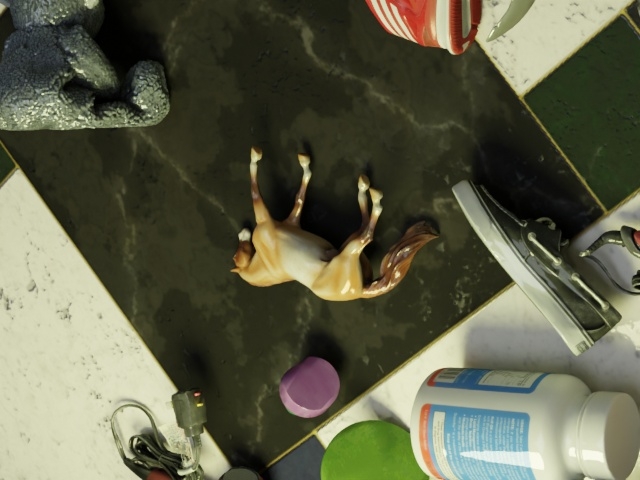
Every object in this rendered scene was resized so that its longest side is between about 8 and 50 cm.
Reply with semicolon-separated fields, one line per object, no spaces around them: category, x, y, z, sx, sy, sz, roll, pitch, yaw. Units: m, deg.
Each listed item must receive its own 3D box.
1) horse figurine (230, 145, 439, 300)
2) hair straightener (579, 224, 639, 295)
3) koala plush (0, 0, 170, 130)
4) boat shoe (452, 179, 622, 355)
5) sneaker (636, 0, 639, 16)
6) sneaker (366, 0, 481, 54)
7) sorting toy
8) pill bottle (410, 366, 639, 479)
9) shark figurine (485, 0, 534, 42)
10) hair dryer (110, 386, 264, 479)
horse figurine;0.000;0.000;1.865;0.263;0.066;0.174;19;112;31
hair straightener;0.364;0.041;1.633;0.230;0.047;0.089;9;113;26
koala plush;-0.302;-0.240;1.919;0.196;0.203;0.221;3;98;34
boat shoe;0.223;0.015;1.717;0.070;0.078;0.219;-39;78;4
sneaker;0.377;-0.185;1.527;0.118;0.107;0.279;-33;91;20
sneaker;0.092;-0.301;1.671;0.128;0.087;0.221;13;113;29
sorting toy;0.066;0.304;1.935;0.365;0.127;0.126;53;158;10
pill bottle;0.217;0.200;1.752;0.221;0.124;0.124;1;108;36
shark figurine;0.230;-0.313;1.543;0.166;0.278;0.116;5;155;4
hair dryer;-0.143;0.322;2.102;0.223;0.080;0.294;-27;87;56
